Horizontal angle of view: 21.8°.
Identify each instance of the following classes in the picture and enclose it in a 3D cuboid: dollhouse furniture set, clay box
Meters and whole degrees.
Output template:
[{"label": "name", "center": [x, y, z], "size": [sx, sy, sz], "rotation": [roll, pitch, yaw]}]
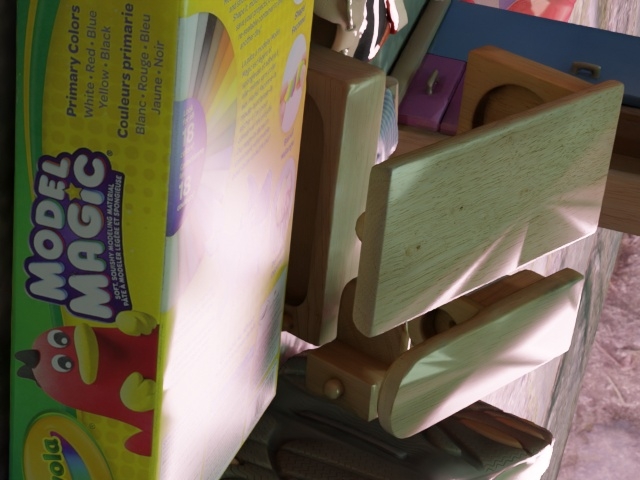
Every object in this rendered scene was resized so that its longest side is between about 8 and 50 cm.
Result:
[{"label": "dollhouse furniture set", "center": [0.123, -0.134, 0.782], "size": [0.286, 0.198, 0.303], "rotation": [-63, 160, -46]}, {"label": "clay box", "center": [-0.046, -0.023, 0.508], "size": [0.127, 0.053, 0.222], "rotation": [-54, 152, -61]}, {"label": "dollhouse furniture set", "center": [0.000, 0.000, 0.596], "size": [0.123, 0.151, 0.144], "rotation": [-22, 128, -44]}]

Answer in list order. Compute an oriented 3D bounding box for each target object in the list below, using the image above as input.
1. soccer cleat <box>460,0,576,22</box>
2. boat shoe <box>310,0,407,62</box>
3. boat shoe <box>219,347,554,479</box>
[{"label": "soccer cleat", "center": [0.149, -0.209, 1.074], "size": [0.248, 0.083, 0.095], "rotation": [-59, 153, -45]}, {"label": "boat shoe", "center": [0.002, -0.104, 0.647], "size": [0.043, 0.049, 0.137], "rotation": [-36, 161, -1]}, {"label": "boat shoe", "center": [0.008, 0.136, 0.770], "size": [0.355, 0.132, 0.130], "rotation": [-4, 116, -67]}]
